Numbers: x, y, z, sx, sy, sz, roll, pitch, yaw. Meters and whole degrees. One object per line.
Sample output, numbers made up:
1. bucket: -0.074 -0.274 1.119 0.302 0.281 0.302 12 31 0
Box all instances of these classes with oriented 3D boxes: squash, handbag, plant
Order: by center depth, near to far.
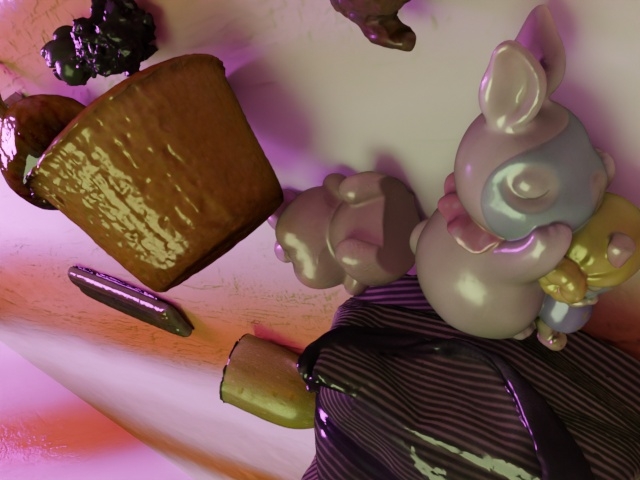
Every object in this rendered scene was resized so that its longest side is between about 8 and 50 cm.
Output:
1. handbag: 0.132 0.187 0.625 0.340 0.240 0.247 20 117 24
2. plant: -0.226 -0.197 0.682 0.174 0.087 0.085 -5 101 43
3. squash: -0.059 0.229 1.052 0.186 0.123 0.123 18 145 24

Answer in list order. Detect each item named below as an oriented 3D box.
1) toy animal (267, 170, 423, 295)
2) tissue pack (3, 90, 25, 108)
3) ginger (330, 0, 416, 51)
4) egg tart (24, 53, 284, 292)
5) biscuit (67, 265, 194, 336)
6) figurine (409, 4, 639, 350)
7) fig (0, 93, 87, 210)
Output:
1. toy animal: -0.002 0.000 0.673 0.212 0.124 0.124 -8 128 46
2. tissue pack: -0.410 -0.162 0.957 0.083 0.035 0.063 37 150 -1
3. ginger: 0.051 -0.225 0.361 0.122 0.084 0.290 55 157 13
4. egg tart: -0.141 -0.059 0.618 0.171 0.215 0.215 53 149 2
5. biscuit: -0.382 0.116 1.311 0.322 0.038 0.099 15 146 33
6. figurine: 0.152 -0.027 0.470 0.155 0.127 0.236 45 152 24
7. fig: -0.377 -0.147 0.865 0.245 0.149 0.149 39 152 21
